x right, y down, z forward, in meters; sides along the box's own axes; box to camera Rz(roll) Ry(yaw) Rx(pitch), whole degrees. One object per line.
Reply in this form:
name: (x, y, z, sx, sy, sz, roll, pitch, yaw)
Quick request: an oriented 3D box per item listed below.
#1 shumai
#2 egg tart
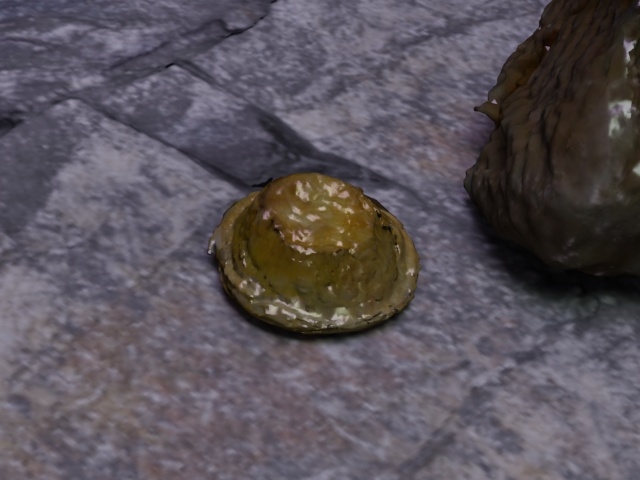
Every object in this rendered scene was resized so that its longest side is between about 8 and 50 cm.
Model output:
shumai: (0.273, -0.072, 1.185, 0.283, 0.217, 0.346, 37, 50, -10)
egg tart: (0.000, 0.000, 1.099, 0.129, 0.049, 0.129, 6, 40, -5)
